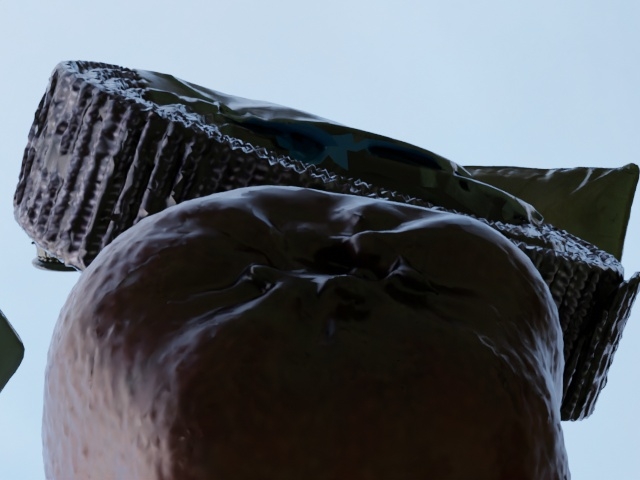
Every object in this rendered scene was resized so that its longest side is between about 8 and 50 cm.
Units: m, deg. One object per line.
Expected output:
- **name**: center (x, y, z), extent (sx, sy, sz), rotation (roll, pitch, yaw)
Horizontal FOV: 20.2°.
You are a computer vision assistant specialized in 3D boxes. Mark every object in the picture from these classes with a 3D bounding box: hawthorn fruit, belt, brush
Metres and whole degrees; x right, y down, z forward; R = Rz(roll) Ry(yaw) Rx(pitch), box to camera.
- **hawthorn fruit**: center (-0.005, 0.079, 0.555), extent (0.169, 0.188, 0.169), rotation (7, -146, -5)
- **belt**: center (0.000, 0.000, 0.952), extent (0.325, 0.260, 0.122), rotation (18, -81, -6)
- **brush**: center (-0.157, -0.001, 1.335), extent (0.062, 0.266, 0.027), rotation (0, -85, 6)

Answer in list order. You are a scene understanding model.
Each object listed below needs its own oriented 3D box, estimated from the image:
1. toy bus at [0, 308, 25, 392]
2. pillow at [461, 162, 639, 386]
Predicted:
- **toy bus**: center (-0.206, -0.059, 0.365), extent (0.136, 0.109, 0.329), rotation (-39, -77, -13)
- **pillow**: center (0.095, 0.018, 1.428), extent (0.075, 0.302, 0.185), rotation (30, -113, -61)
